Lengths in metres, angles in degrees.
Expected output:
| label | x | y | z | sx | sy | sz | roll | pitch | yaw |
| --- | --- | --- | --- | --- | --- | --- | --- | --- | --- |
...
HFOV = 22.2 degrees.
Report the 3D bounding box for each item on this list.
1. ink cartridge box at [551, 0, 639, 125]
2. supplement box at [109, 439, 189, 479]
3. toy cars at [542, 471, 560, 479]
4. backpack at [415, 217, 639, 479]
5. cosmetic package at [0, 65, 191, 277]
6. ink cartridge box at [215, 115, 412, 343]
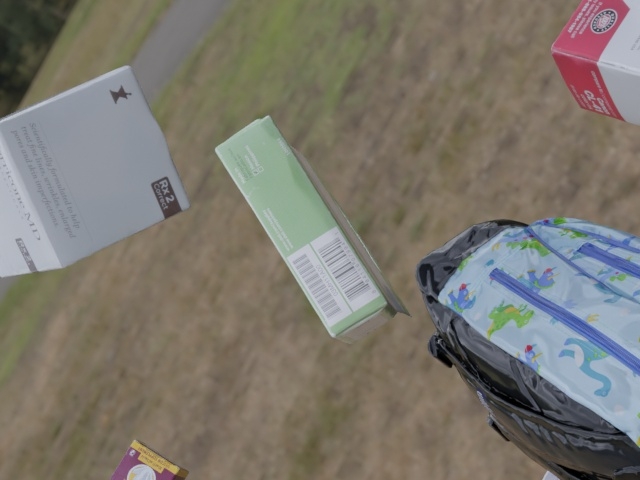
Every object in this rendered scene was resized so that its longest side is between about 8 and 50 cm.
| label | x | y | z | sx | sy | sz | roll | pitch | yaw |
| --- | --- | --- | --- | --- | --- | --- | --- | --- | --- |
| ink cartridge box | 0.453 | -0.228 | 1.842 | 0.306 | 0.131 | 0.226 | 24 | 70 | 37 |
| supplement box | -0.170 | 0.236 | 1.525 | 0.083 | 0.055 | 0.043 | -59 | -13 | -7 |
| toy cars | 0.264 | 0.381 | 1.862 | 0.176 | 0.087 | 0.393 | -24 | -50 | -43 |
| backpack | 0.277 | 0.127 | 1.445 | 0.273 | 0.290 | 0.355 | -35 | 22 | 3 |
| cosmetic package | -0.250 | -0.064 | 1.594 | 0.151 | 0.151 | 0.184 | -28 | 9 | -28 |
| ink cartridge box | 0.000 | 0.000 | 1.307 | 0.056 | 0.171 | 0.235 | -33 | -9 | 1 |
